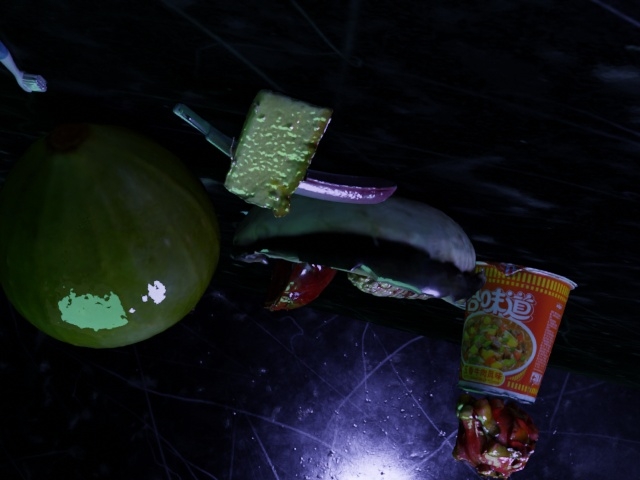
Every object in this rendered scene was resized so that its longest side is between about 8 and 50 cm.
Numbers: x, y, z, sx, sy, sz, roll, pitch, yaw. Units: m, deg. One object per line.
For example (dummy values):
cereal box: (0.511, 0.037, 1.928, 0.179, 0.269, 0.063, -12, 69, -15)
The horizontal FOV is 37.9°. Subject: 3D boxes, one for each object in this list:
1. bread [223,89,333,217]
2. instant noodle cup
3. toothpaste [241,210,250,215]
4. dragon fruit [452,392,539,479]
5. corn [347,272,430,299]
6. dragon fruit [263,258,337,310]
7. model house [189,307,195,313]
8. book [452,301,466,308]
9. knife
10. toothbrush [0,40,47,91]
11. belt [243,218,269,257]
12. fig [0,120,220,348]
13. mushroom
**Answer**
bread: (-0.048, -0.086, 0.920, 0.084, 0.109, 0.080, 20, 174, -9)
instant noodle cup: (0.314, 0.157, 1.560, 0.193, 0.212, 0.193, 14, 171, 2)
toothpaste: (0.000, 0.000, 1.627, 0.297, 0.048, 0.075, 23, 171, -29)
dragon fruit: (0.281, 0.314, 1.531, 0.150, 0.133, 0.207, -20, 139, 24)
corn: (0.130, 0.051, 1.485, 0.086, 0.086, 0.253, 8, -179, 34)
dragon fruit: (-0.034, 0.092, 1.899, 0.121, 0.161, 0.127, 20, -171, -20)
model house: (-0.369, 0.064, 2.163, 0.172, 0.182, 0.166, 10, 170, 12)
book: (0.405, 0.167, 2.158, 0.182, 0.014, 0.127, 9, 170, 34)
knife: (-0.034, -0.085, 1.059, 0.278, 0.053, 0.123, 17, -162, -34)
toothbrush: (-0.324, -0.194, 0.934, 0.025, 0.019, 0.275, 8, 172, 1)
belt: (-0.086, -0.004, 1.687, 0.140, 0.058, 0.105, 14, 167, 27)
fig: (-0.279, -0.023, 1.200, 0.316, 0.316, 0.316, 14, 172, 2)
mushroom: (0.046, -0.005, 1.262, 0.344, 0.129, 0.247, 11, -179, 28)
